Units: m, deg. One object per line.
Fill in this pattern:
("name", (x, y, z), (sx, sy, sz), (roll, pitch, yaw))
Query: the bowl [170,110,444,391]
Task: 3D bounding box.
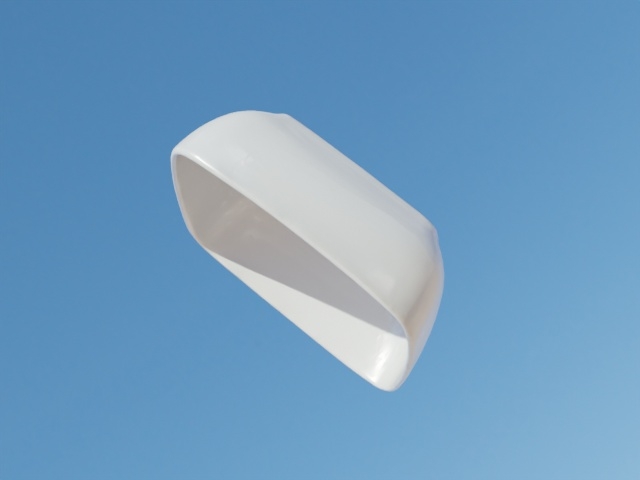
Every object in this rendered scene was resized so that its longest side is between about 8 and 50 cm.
("bowl", (0.000, 0.000, 0.583), (0.053, 0.142, 0.142), (-50, -11, -14))
